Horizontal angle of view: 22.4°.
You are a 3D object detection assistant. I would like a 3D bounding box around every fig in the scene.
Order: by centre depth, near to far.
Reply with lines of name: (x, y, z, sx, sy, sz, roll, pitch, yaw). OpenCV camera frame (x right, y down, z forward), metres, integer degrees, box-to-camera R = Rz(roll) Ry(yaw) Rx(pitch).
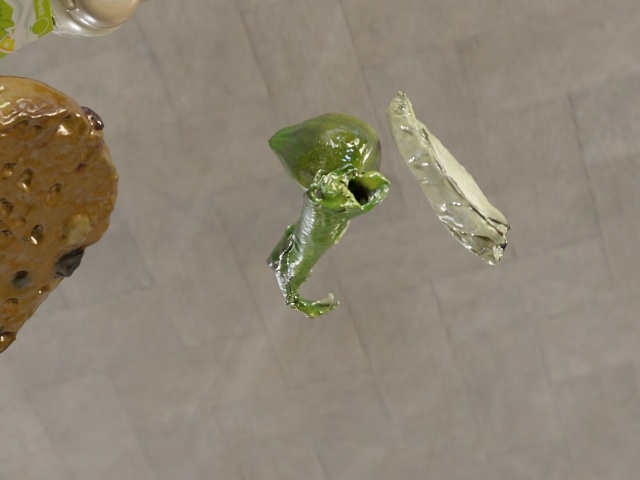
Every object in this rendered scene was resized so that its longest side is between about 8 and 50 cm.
fig: (0.000, -0.111, 2.051, 0.156, 0.123, 0.123, 26, 128, 20)

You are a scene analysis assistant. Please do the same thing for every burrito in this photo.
burrito: (0.145, -0.069, 1.836, 0.229, 0.058, 0.063, 57, 145, -5)

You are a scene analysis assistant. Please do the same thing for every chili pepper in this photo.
chili pepper: (0.000, 0.000, 1.698, 0.084, 0.076, 0.359, -10, 163, -12)

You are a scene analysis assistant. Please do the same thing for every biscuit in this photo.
biscuit: (-0.277, 0.002, 1.163, 0.296, 0.075, 0.296, -37, 154, -22)

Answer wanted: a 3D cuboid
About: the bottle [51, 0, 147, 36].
bottle: (-0.249, -0.274, 1.782, 0.110, 0.209, 0.097, -16, 102, -19)

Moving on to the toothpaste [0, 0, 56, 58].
toothpaste: (-0.377, -0.167, 1.365, 0.327, 0.077, 0.110, -33, 154, -25)
